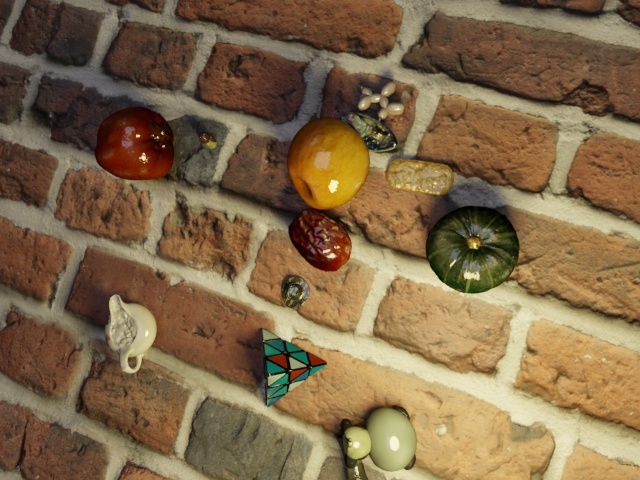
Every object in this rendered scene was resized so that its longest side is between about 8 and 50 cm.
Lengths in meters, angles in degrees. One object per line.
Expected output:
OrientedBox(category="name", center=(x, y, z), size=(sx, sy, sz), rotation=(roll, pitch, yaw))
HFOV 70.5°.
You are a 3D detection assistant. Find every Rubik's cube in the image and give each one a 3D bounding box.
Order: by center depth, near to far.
OrientedBox(category="Rubik's cube", center=(-0.135, 0.406, 1.653), size=(0.250, 0.284, 0.234), rotation=(-22, 55, -18))

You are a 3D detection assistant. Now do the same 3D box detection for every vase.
OrientedBox(category="vase", center=(0.118, 0.784, 1.543), size=(0.115, 0.115, 0.237), rotation=(-17, 76, 8))

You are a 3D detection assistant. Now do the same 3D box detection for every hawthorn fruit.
OrientedBox(category="hawthorn fruit", center=(-0.724, -0.365, 1.765), size=(0.311, 0.295, 0.295), rotation=(-33, 78, 6))

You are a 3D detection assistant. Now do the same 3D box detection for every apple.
OrientedBox(category="apple", center=(0.019, -0.262, 1.591), size=(0.299, 0.299, 0.275), rotation=(33, 71, 13))

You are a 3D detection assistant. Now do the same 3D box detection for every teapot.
OrientedBox(category="teapot", center=(-0.732, 0.355, 1.737), size=(0.204, 0.139, 0.298), rotation=(-20, 79, 5))

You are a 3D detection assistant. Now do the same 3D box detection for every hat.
OrientedBox(category="hat", center=(-0.099, 0.195, 1.683), size=(0.121, 0.050, 0.121), rotation=(-1, 86, 10))

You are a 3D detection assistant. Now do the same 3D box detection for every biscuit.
OrientedBox(category="biscuit", center=(0.364, -0.236, 1.662), size=(0.247, 0.029, 0.118), rotation=(10, 85, 12))

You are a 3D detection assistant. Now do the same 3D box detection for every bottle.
OrientedBox(category="bottle", center=(-0.448, -0.401, 1.798), size=(0.063, 0.101, 0.047), rotation=(-12, 80, 8))

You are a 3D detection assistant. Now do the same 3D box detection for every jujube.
OrientedBox(category="jujube", center=(0.000, 0.000, 1.623), size=(0.243, 0.183, 0.183), rotation=(45, 92, 2))

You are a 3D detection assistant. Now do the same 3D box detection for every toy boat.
OrientedBox(category="toy boat", center=(0.170, -0.406, 1.676), size=(0.262, 0.115, 0.114), rotation=(30, 89, 13))

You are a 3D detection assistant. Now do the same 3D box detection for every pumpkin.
OrientedBox(category="pumpkin", center=(0.508, 0.030, 1.516), size=(0.300, 0.207, 0.300), rotation=(-6, 68, 15))

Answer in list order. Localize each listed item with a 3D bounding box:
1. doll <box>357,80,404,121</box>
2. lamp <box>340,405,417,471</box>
OrientedBox(category="doll", center=(0.220, -0.527, 1.712), size=(0.160, 0.059, 0.161), rotation=(-21, 80, 6))
OrientedBox(category="lamp", center=(0.195, 0.657, 1.491), size=(0.243, 0.198, 0.198), rotation=(-3, 82, -8))
